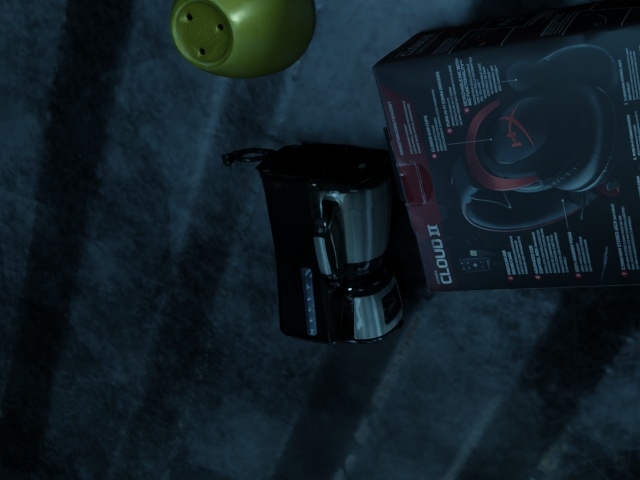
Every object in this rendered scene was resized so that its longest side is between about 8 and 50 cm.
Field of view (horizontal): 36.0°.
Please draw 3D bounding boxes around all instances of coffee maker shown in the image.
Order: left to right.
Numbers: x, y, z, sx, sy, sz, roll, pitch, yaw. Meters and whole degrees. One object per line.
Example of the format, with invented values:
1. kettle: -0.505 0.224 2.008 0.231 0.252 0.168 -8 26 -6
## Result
1. coffee maker: 0.000 0.000 0.985 0.171 0.120 0.178 23 127 44

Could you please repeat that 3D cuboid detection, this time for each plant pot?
1. plant pot: -0.085 -0.206 0.916 0.134 0.095 0.134 12 121 21

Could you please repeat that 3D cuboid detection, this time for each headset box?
1. headset box: 0.189 -0.077 0.830 0.293 0.110 0.218 -5 113 30
